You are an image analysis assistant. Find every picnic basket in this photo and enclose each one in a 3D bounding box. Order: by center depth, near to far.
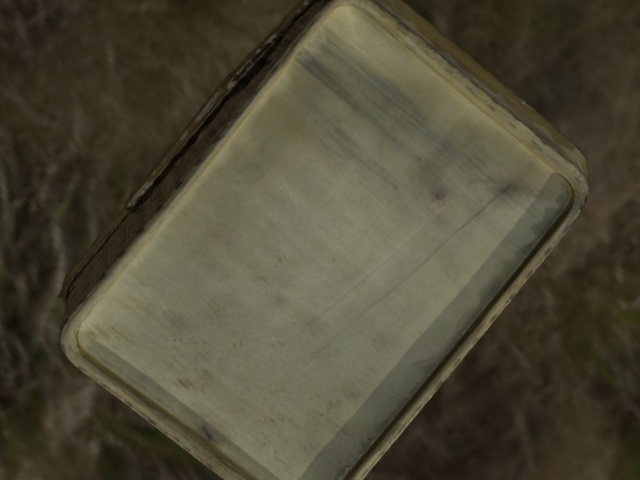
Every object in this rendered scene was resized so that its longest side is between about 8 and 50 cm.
[{"bbox_3d":[0.000,0.000,1.336,0.228,0.175,0.313,39,93,-11],"label":"picnic basket"}]
